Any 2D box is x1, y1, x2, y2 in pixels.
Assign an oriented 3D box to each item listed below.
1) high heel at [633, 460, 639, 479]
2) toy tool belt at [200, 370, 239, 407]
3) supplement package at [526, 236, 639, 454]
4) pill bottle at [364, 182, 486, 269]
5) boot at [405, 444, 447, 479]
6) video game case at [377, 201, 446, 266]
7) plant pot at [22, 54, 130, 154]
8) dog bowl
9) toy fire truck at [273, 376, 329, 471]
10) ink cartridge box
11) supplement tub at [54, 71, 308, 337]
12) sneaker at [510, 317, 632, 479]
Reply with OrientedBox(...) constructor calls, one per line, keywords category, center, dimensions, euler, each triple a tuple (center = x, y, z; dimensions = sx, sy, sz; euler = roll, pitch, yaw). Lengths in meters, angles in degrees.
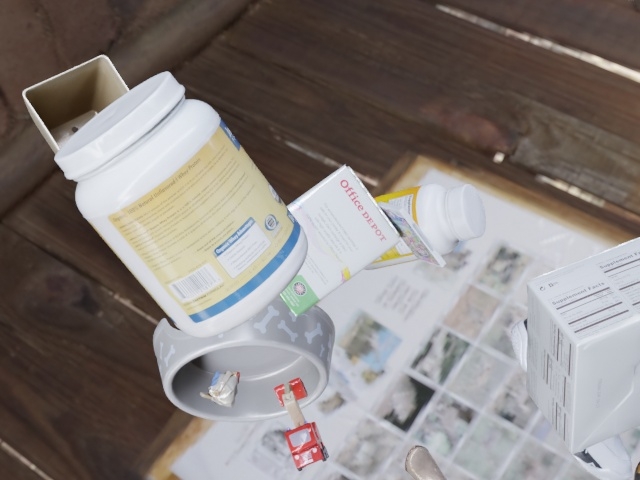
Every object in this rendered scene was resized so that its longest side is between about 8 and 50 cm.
OrientedBox(category="high heel", center=(0.466, 0.236, 1.083), dimensions=(0.261, 0.186, 0.093), euler=(-30, 113, 8))
OrientedBox(category="toy tool belt", center=(-0.152, 0.218, 1.539), dimensions=(0.083, 0.051, 0.052), euler=(-82, 178, -72))
OrientedBox(category="supplement package", center=(0.434, 0.160, 1.538), dimensions=(0.204, 0.145, 0.261), euler=(-20, 135, -10))
OrientedBox(category="pill bottle", center=(0.179, -0.031, 1.918), dimensions=(0.136, 0.246, 0.136), euler=(28, 55, -51))
OrientedBox(category="boot", center=(0.160, 0.329, 1.369), dimensions=(0.042, 0.087, 0.118), euler=(-41, 145, -9))
OrientedBox(category="video game case", center=(0.144, -0.010, 1.622), dimensions=(0.011, 0.087, 0.122), euler=(-43, 111, -11))
OrientedBox(category="plant pot", center=(-0.274, -0.131, 1.195), dimensions=(0.109, 0.109, 0.096), euler=(-31, 170, -23))
OrientedBox(category="dog bowl", center=(-0.140, 0.229, 1.907), dimensions=(0.348, 0.349, 0.102), euler=(79, 4, -54))
OrientedBox(category="toy fire truck", center=(-0.033, 0.282, 1.579), dimensions=(0.047, 0.135, 0.192), euler=(-22, 171, -1))
OrientedBox(category="ink cartridge box", center=(0.000, 0.000, 1.652), dimensions=(0.212, 0.154, 0.093), euler=(-36, -178, -3))
OrientedBox(category="supplement tub", center=(-0.119, -0.030, 0.886), dimensions=(0.144, 0.144, 0.199), euler=(-48, 113, -27))
OrientedBox(category="sneaker", center=(0.537, 0.278, 1.942), dimensions=(0.210, 0.365, 0.137), euler=(-35, 172, 29))
